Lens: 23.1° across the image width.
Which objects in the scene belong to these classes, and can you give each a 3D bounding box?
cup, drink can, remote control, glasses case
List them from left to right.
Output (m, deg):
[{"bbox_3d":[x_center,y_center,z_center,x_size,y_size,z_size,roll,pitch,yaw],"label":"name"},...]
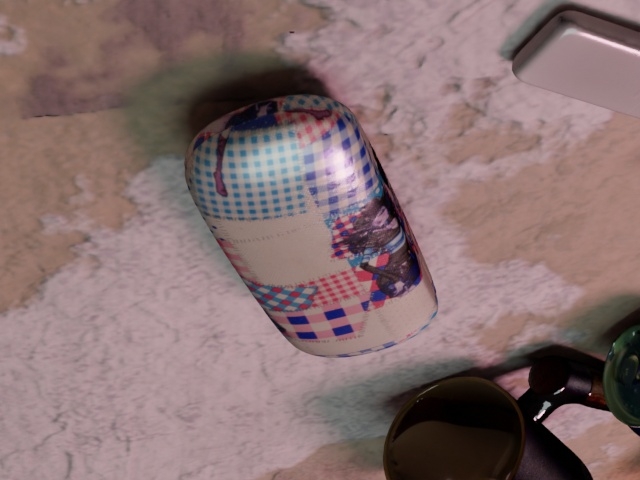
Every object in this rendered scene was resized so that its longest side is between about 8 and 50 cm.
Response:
[{"bbox_3d":[0.000,0.000,1.149,0.125,0.076,0.327,-18,147,8],"label":"glasses case"},{"bbox_3d":[0.175,0.197,1.490,0.166,0.239,0.177,20,162,39],"label":"cup"},{"bbox_3d":[0.253,-0.109,1.100,0.261,0.029,0.067,13,142,-29],"label":"remote control"},{"bbox_3d":[0.362,0.137,1.430,0.205,0.118,0.118,13,141,-33],"label":"drink can"}]
